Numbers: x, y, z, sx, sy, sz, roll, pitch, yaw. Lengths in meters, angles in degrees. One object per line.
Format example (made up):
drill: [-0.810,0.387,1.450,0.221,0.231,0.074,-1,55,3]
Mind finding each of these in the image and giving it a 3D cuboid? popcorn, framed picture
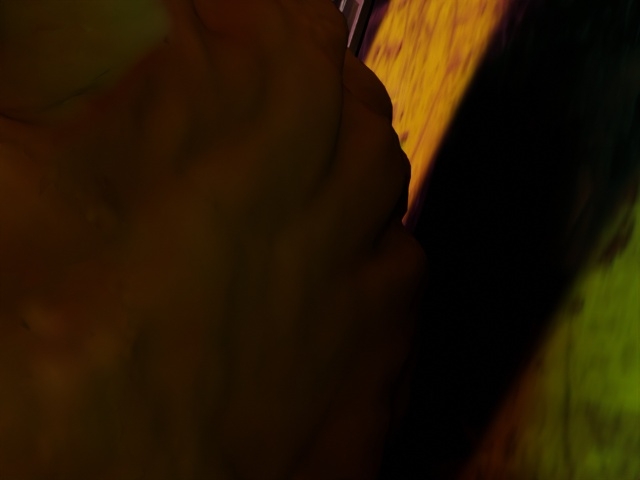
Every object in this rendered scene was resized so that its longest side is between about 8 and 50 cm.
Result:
popcorn: [-0.151,0.034,0.611,0.349,0.381,0.349,-27,-56,-47]
framed picture: [0.007,-0.086,0.949,0.066,0.006,0.089,-111,38,-74]
